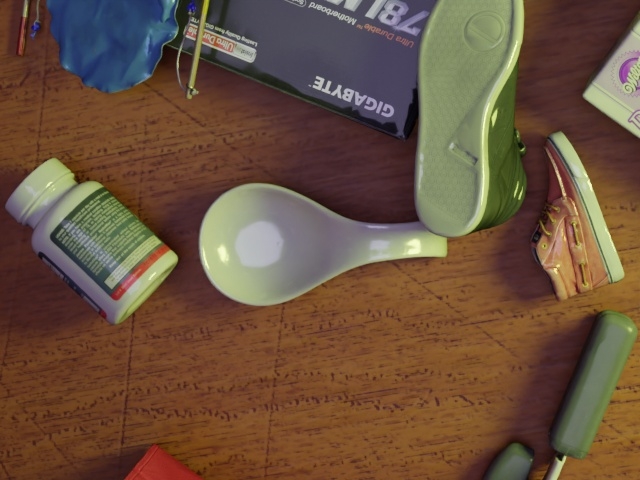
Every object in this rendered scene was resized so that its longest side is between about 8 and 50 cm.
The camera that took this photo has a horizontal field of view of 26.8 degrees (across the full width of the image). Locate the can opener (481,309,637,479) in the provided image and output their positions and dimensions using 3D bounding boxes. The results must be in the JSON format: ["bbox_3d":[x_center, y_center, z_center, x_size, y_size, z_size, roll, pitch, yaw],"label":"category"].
[{"bbox_3d":[0.261,0.203,1.474,0.093,0.074,0.280,26,98,4],"label":"can opener"}]

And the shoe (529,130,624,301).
[{"bbox_3d":[0.259,-0.024,1.457,0.081,0.063,0.178,-23,97,3],"label":"shoe"}]

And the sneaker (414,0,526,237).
[{"bbox_3d":[0.168,-0.144,1.425,0.104,0.147,0.296,7,88,22],"label":"sneaker"}]

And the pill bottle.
[{"bbox_3d":[-0.257,-0.003,1.498,0.180,0.108,0.108,43,99,1],"label":"pill bottle"}]

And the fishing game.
[{"bbox_3d":[-0.224,-0.257,1.475,0.264,0.041,0.189,12,99,30],"label":"fishing game"}]

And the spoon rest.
[{"bbox_3d":[0.000,0.000,1.481,0.276,0.084,0.137,-4,95,6],"label":"spoon rest"}]

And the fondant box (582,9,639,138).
[{"bbox_3d":[0.472,-0.154,1.375,0.330,0.096,0.238,36,115,3],"label":"fondant box"}]

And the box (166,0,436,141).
[{"bbox_3d":[0.014,-0.296,1.458,0.295,0.073,0.293,23,97,5],"label":"box"}]

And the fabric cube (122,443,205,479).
[{"bbox_3d":[-0.170,0.416,1.455,0.258,0.259,0.254,35,98,0],"label":"fabric cube"}]
